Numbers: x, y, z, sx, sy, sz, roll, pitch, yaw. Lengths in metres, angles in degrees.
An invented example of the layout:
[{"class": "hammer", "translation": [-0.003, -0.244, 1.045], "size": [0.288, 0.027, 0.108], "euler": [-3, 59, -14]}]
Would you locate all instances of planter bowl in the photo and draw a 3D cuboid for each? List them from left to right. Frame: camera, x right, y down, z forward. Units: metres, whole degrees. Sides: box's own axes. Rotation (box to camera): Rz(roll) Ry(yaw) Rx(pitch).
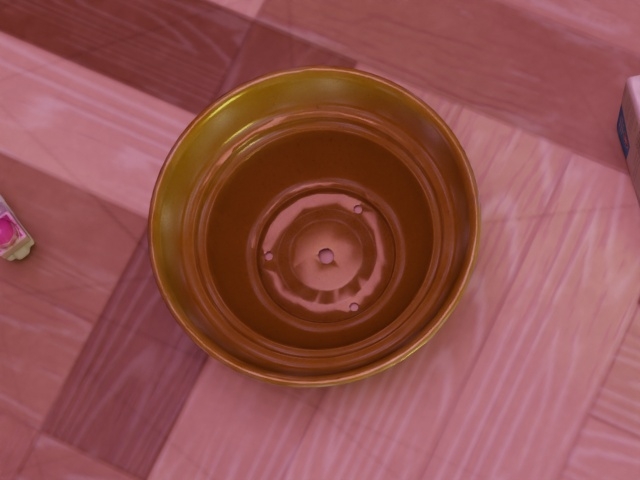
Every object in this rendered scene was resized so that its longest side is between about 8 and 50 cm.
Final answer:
[{"class": "planter bowl", "translation": [0.000, 0.000, 1.067], "size": [0.217, 0.090, 0.217], "euler": [-2, 73, 7]}]

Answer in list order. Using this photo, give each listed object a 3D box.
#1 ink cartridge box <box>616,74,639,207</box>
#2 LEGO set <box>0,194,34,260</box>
[{"class": "ink cartridge box", "translation": [0.259, -0.037, 1.047], "size": [0.090, 0.092, 0.143], "euler": [-14, 74, 2]}, {"class": "LEGO set", "translation": [-0.341, 0.044, 1.085], "size": [0.132, 0.107, 0.287], "euler": [43, 82, 16]}]
